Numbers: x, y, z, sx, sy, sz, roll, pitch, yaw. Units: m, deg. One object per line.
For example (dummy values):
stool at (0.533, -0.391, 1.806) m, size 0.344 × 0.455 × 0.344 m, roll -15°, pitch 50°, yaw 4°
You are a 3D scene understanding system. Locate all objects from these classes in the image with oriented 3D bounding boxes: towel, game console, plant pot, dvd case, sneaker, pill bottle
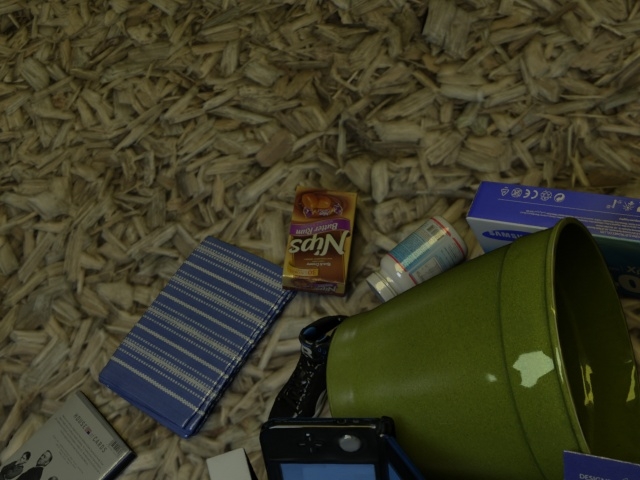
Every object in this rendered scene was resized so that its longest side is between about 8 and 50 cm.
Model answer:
towel at (-0.210, 0.158, 1.708) m, size 0.243 × 0.040 × 0.336 m, roll 23°, pitch 67°, yaw 35°
game console at (0.052, 0.383, 1.245) m, size 0.250 × 0.293 × 0.173 m, roll -2°, pitch 34°, yaw 9°
plant pot at (0.212, 0.185, 1.336) m, size 0.353 × 0.366 × 0.367 m, roll -14°, pitch 53°, yaw 28°
dvd case at (-0.444, 0.390, 1.647) m, size 0.238 × 0.029 × 0.179 m, roll -45°, pitch 52°, yaw -10°
sneaker at (-0.024, 0.202, 1.538) m, size 0.079 × 0.121 × 0.217 m, roll 31°, pitch 74°, yaw 36°
pill bottle at (0.155, 0.038, 1.594) m, size 0.160 × 0.087 × 0.087 m, roll -38°, pitch 52°, yaw -5°

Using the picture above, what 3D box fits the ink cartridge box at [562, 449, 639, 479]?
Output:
ink cartridge box at (0.420, 0.396, 1.108) m, size 0.303 × 0.307 × 0.072 m, roll 7°, pitch 38°, yaw 27°

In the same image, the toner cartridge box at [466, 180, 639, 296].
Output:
toner cartridge box at (0.404, 0.004, 1.444) m, size 0.347 × 0.165 × 0.075 m, roll 9°, pitch 62°, yaw 35°

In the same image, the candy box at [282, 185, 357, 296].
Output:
candy box at (0.000, 0.000, 1.688) m, size 0.109 × 0.053 × 0.187 m, roll 7°, pitch 60°, yaw 2°

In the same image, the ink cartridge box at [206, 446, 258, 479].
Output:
ink cartridge box at (-0.077, 0.457, 1.310) m, size 0.065 × 0.165 × 0.333 m, roll -17°, pitch 44°, yaw -3°
